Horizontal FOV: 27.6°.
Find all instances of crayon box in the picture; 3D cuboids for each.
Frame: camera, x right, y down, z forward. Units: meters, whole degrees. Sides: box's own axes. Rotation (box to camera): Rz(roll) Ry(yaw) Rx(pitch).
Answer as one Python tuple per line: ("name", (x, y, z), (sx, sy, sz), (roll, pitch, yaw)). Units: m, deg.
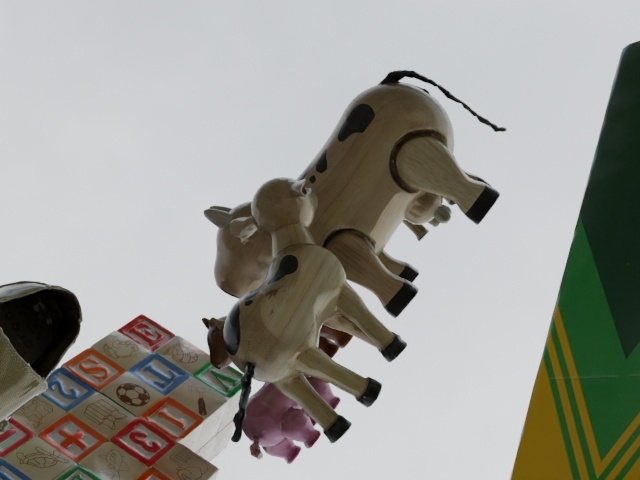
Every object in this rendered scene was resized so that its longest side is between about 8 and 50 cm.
("crayon box", (0.259, 0.114, 0.721), (0.106, 0.363, 0.313), (-8, -129, 41))

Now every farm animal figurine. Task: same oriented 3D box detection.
("farm animal figurine", (0.000, 0.000, 1.029), (0.172, 0.330, 0.327), (39, -98, -4))

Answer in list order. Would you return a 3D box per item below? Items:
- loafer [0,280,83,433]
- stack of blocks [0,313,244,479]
("loafer", (-0.142, 0.053, 0.513), (0.050, 0.056, 0.148), (-26, -162, 27))
("stack of blocks", (-0.176, 0.189, 1.097), (0.171, 0.087, 0.297), (30, -150, 15))
